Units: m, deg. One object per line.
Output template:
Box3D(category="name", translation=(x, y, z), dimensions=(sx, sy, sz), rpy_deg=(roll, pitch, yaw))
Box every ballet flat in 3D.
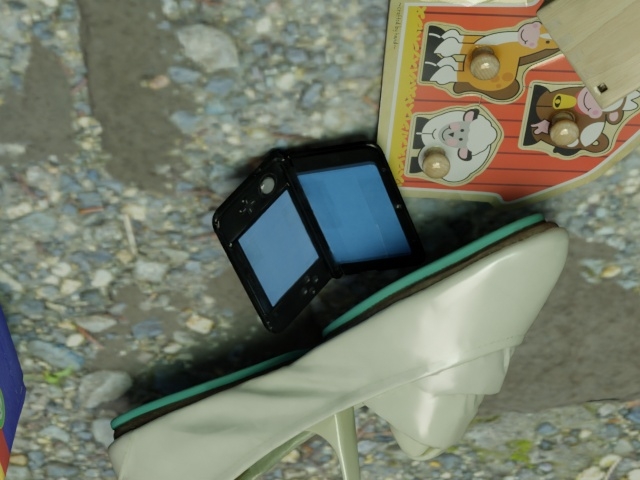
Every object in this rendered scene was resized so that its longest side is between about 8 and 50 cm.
Box3D(category="ballet flat", translation=(0.025, 0.116, 1.308), dimensions=(0.400, 0.139, 0.139), rpy_deg=(-28, 128, 25))

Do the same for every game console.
Box3D(category="game console", translation=(0.000, 0.000, 1.248), dimensions=(0.071, 0.107, 0.122), rpy_deg=(21, 148, 40))

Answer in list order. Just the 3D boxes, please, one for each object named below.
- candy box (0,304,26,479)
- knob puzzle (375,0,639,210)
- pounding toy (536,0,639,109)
Box3D(category="candy box", translation=(-0.388, 0.055, 1.235), dimensions=(0.317, 0.122, 0.268), rpy_deg=(-9, 124, 4))
Box3D(category="knob puzzle", translation=(0.136, -0.087, 1.203), dimensions=(0.213, 0.030, 0.213), rpy_deg=(-1, 133, -1))
Box3D(category="pounding toy", translation=(0.220, -0.146, 1.090), dimensions=(0.130, 0.141, 0.100), rpy_deg=(-32, 98, 25))
